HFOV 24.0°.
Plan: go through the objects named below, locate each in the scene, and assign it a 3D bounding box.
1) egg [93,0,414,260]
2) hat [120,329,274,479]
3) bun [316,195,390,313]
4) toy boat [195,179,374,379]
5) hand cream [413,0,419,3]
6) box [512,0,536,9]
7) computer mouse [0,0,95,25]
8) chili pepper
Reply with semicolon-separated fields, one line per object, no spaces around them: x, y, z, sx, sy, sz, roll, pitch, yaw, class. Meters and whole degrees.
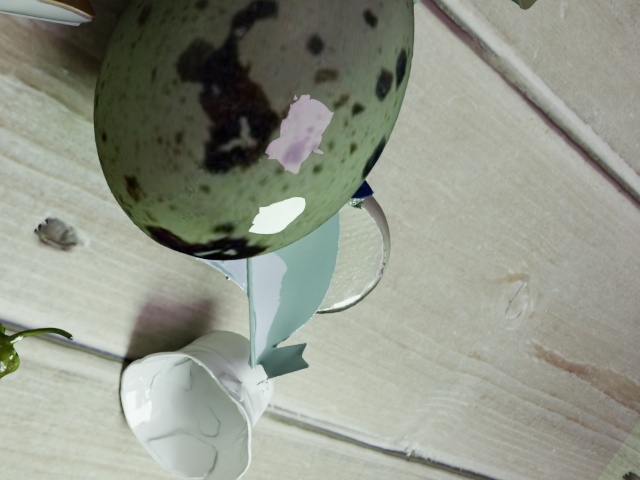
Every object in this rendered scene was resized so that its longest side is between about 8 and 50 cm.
-0.060;-0.160;1.467;0.379;0.288;0.287;-57;149;-11;egg
-0.135;0.188;1.835;0.126;0.203;0.203;-47;153;-49;hat
0.000;0.000;1.841;0.172;0.173;0.120;-61;-168;12;bun
-0.070;0.008;1.737;0.210;0.070;0.291;19;101;-14;toy boat
0.020;-0.227;1.705;0.321;0.067;0.109;-44;-177;-16;hand cream
0.269;-0.365;1.940;0.091;0.031;0.126;-48;147;-10;box
-0.272;-0.234;1.299;0.045;0.102;0.199;-46;153;27;computer mouse
-0.363;0.125;1.545;0.204;0.073;0.072;-22;156;-24;chili pepper
